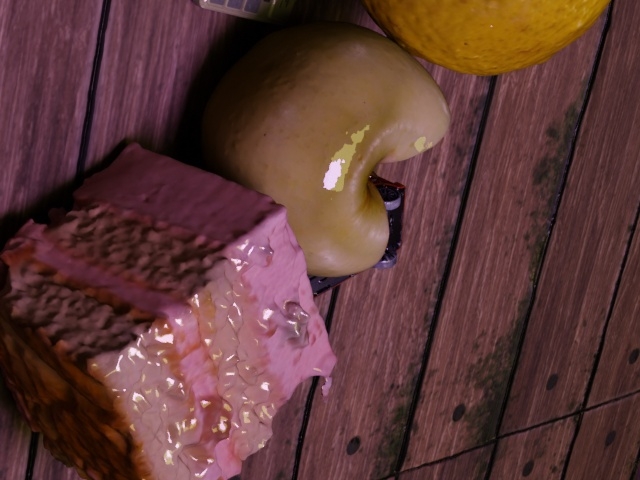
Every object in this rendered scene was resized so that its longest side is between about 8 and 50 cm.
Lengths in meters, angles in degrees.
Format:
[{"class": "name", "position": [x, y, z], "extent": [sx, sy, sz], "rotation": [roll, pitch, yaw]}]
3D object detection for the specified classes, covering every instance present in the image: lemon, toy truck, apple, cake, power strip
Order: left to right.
[{"class": "cake", "position": [-0.191, 0.098, 2.043], "extent": [0.307, 0.293, 0.314], "rotation": [-45, 145, -28]}, {"class": "power strip", "position": [-0.080, -0.297, 2.132], "extent": [0.169, 0.028, 0.076], "rotation": [5, 108, -51]}, {"class": "apple", "position": [-0.015, -0.121, 2.128], "extent": [0.233, 0.258, 0.295], "rotation": [29, 94, -51]}, {"class": "toy truck", "position": [0.000, 0.000, 2.347], "extent": [0.252, 0.114, 0.107], "rotation": [-27, 133, -40]}, {"class": "lemon", "position": [0.204, -0.366, 2.163], "extent": [0.387, 0.350, 0.350], "rotation": [33, 86, -44]}]
